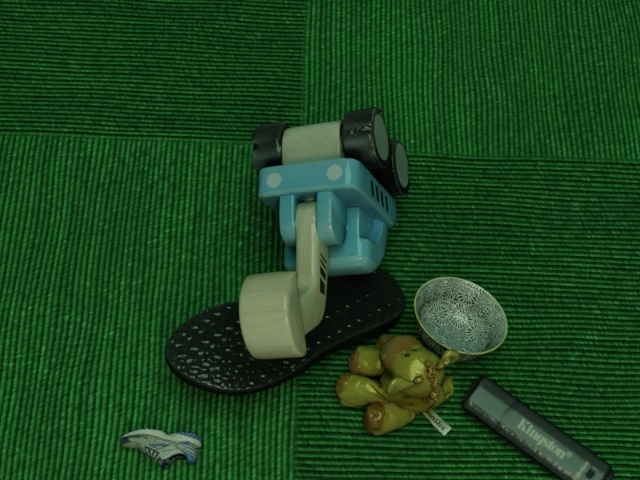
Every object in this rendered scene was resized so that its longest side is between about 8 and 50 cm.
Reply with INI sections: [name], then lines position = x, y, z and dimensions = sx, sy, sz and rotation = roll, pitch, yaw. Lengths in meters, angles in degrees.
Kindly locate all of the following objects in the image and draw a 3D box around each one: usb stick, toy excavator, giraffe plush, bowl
[usb stick]
position = 0.364, 0.332, 1.864
dimensions = 0.278, 0.045, 0.077
rotation = 36, 65, 14
[toy excavator]
position = 0.000, 0.000, 1.830
dimensions = 0.222, 0.433, 0.445
rotation = -6, 72, 19
[giraffe plush]
position = 0.141, 0.228, 1.835
dimensions = 0.210, 0.170, 0.181
rotation = 28, 64, 11
[bowl]
position = 0.232, 0.152, 1.922
dimensions = 0.170, 0.080, 0.170
rotation = 11, 45, -11

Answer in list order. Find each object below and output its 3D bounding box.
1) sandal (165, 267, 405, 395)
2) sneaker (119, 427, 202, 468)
[sandal]
position = -0.053, 0.172, 1.902
dimensions = 0.445, 0.107, 0.168
rotation = -15, 59, -26
[sneaker]
position = -0.264, 0.343, 1.817
dimensions = 0.135, 0.052, 0.058
rotation = 4, 66, -1
